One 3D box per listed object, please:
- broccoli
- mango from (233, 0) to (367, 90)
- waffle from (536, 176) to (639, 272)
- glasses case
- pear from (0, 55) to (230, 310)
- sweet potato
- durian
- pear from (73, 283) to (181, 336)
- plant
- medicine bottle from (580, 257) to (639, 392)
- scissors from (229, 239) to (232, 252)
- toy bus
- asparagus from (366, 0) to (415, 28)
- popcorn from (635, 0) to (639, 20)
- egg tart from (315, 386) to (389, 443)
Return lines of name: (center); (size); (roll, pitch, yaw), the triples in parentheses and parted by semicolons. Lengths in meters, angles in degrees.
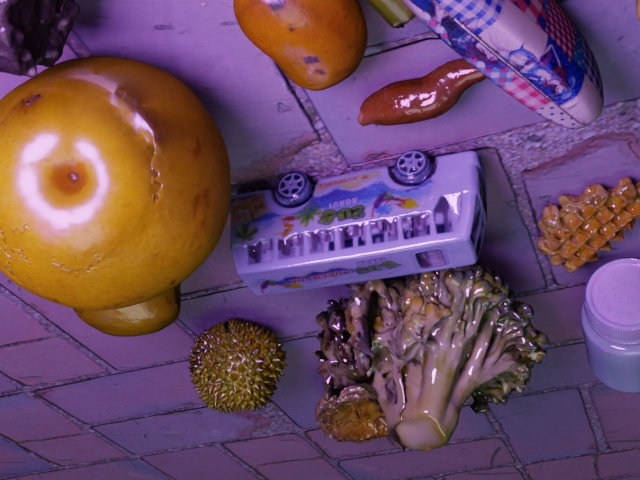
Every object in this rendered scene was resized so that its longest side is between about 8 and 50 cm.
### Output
broccoli: (0.160, 0.152, 1.336); (0.334, 0.272, 0.324); (-11, 107, 27)
mango: (-0.013, -0.214, 0.884); (0.115, 0.090, 0.178); (-6, 152, 29)
waffle: (0.389, -0.022, 1.223); (0.192, 0.046, 0.160); (-21, 139, 27)
glasses case: (0.170, -0.215, 0.853); (0.327, 0.125, 0.076); (27, 138, -35)
pear: (-0.242, -0.065, 0.978); (0.285, 0.284, 0.336); (15, -177, -23)
sweet potato: (0.129, -0.168, 0.992); (0.195, 0.056, 0.056); (-22, 141, 22)
durian: (-0.145, 0.217, 1.477); (0.159, 0.146, 0.198); (14, 140, -18)
pear: (-0.272, 0.061, 1.246); (0.162, 0.148, 0.149); (8, 147, 4)
plant: (-0.361, -0.238, 0.797); (0.275, 0.149, 0.146); (11, 105, 11)
medicine bottle: (0.479, 0.135, 1.378); (0.139, 0.139, 0.225); (-11, 146, 15)
scissors: (0.000, 0.000, 1.258); (0.256, 0.030, 0.125); (-3, 147, -3)
toy bus: (0.050, -0.020, 1.134); (0.330, 0.136, 0.109); (-10, 148, 15)
asparagus: (0.028, -0.274, 0.842); (0.045, 0.041, 0.178); (-46, 118, 7)
popcorn: (0.414, -0.208, 0.777); (0.258, 0.270, 0.224); (-25, 180, -18)
egg tart: (0.093, 0.297, 1.657); (0.252, 0.098, 0.232); (23, 134, -37)
